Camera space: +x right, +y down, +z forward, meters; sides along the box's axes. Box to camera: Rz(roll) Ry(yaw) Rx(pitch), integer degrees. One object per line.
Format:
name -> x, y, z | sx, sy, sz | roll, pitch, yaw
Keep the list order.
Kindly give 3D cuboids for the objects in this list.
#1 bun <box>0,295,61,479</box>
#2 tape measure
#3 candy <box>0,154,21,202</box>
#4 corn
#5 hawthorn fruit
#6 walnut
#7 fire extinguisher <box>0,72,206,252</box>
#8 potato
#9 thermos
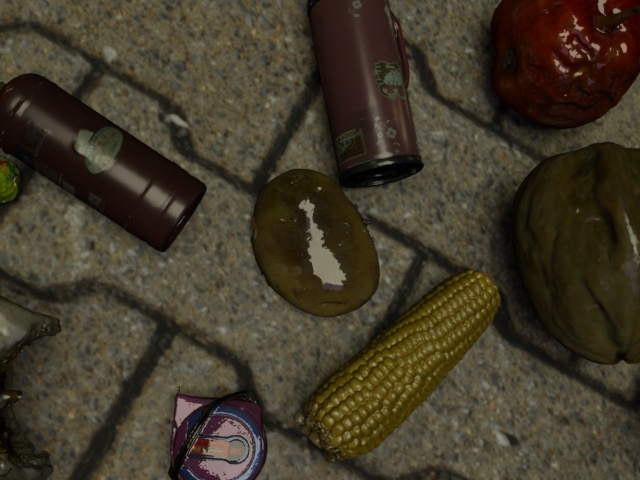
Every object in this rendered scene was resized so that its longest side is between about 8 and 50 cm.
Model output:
bun -> -0.420, 0.168, 0.761 | 0.282, 0.205, 0.281 | 1, 87, -24
tape measure -> -0.122, 0.241, 0.866 | 0.118, 0.074, 0.125 | 8, 76, -3
candy -> -0.443, -0.031, 0.864 | 0.194, 0.058, 0.062 | -40, 122, -3
corn -> 0.108, 0.154, 0.903 | 0.305, 0.106, 0.106 | -39, 90, -15
hawthorn fruit -> 0.330, -0.258, 0.925 | 0.207, 0.243, 0.207 | 1, 85, -11
walnut -> 0.359, 0.015, 0.898 | 0.227, 0.283, 0.283 | -7, 83, 18
fire extinguisher -> -0.307, -0.117, 0.848 | 0.344, 0.138, 0.102 | 34, 99, -5
potato -> 0.000, 0.000, 0.917 | 0.164, 0.081, 0.200 | -29, 90, -13
thermos -> 0.061, -0.243, 0.940 | 0.136, 0.109, 0.330 | -9, 81, -11
